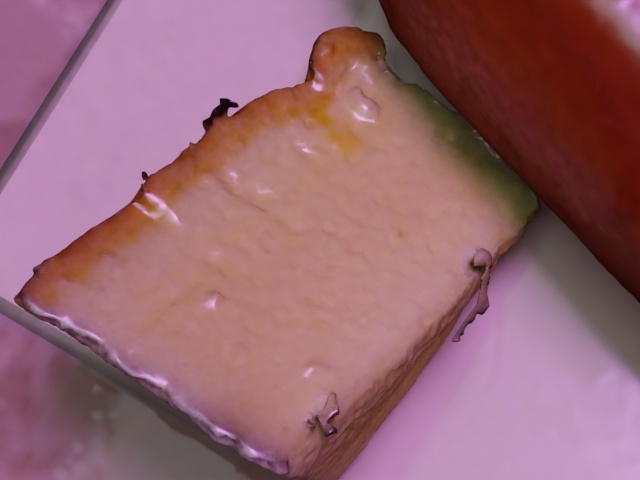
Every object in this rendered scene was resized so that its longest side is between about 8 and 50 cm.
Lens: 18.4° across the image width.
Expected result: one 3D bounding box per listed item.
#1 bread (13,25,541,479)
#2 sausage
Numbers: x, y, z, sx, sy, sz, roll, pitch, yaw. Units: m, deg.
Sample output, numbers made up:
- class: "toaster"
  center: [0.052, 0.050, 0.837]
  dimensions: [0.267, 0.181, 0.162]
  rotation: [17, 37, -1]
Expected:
- class: "bread"
  center: [0.000, 0.000, 0.467]
  dimensions: [0.084, 0.080, 0.109]
  rotation: [37, 85, 13]
- class: "sausage"
  center: [0.114, -0.002, 0.448]
  dimensions: [0.083, 0.089, 0.300]
  rotation: [-38, 74, -10]
